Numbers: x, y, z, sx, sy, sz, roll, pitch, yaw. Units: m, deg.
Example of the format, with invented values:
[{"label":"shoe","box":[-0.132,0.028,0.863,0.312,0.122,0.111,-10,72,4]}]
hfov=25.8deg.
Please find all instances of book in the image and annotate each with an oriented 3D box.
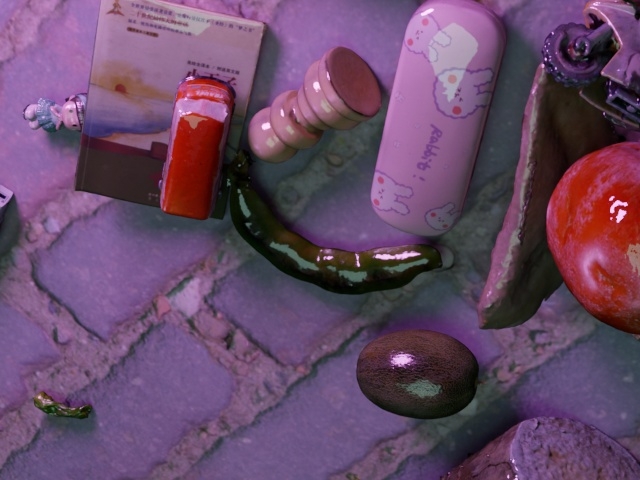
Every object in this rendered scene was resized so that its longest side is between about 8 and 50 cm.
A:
[{"label":"book","box":[-0.188,-0.161,1.708,0.201,0.026,0.289,12,124,-3]}]

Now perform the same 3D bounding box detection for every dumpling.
[{"label":"dumpling","box":[0.263,-0.058,1.600,0.086,0.166,0.332,36,117,48]}]

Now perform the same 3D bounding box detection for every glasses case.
[{"label":"glasses case","box":[0.133,-0.137,1.604,0.113,0.075,0.296,15,124,7]}]

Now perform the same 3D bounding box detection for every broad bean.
[{"label":"broad bean","box":[0.000,0.000,1.741,0.292,0.049,0.144,28,131,-2]}]

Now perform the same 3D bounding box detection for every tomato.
[{"label":"tomato","box":[0.353,0.002,1.495,0.232,0.232,0.188,25,114,4]}]

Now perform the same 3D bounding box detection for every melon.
[{"label":"melon","box":[0.127,0.170,1.763,0.167,0.114,0.114,8,121,18]}]

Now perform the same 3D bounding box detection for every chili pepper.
[{"label":"chili pepper","box":[-0.377,0.244,2.029,0.091,0.030,0.034,14,97,8]}]

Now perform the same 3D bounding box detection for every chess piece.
[{"label":"chess piece","box":[-0.020,-0.148,1.643,0.170,0.094,0.094,-30,106,34]}]

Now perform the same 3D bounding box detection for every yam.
[{"label":"yam","box":[0.245,0.390,1.798,0.241,0.241,0.348,43,125,-9]}]

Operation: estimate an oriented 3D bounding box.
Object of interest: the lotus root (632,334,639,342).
[{"label":"lotus root","box":[0.418,0.068,1.631,0.144,0.070,0.143,-39,84,31]}]

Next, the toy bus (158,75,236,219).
[{"label":"toy bus","box":[-0.149,-0.108,1.676,0.079,0.077,0.174,11,125,-4]}]

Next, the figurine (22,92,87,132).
[{"label":"figurine","box":[-0.322,-0.155,1.767,0.106,0.047,0.060,-1,111,22]}]

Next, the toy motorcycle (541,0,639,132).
[{"label":"toy motorcycle","box":[0.350,-0.181,1.480,0.229,0.129,0.094,30,155,-4]}]

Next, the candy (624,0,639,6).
[{"label":"candy","box":[0.447,-0.319,1.383,0.365,0.124,0.124,-12,115,16]}]

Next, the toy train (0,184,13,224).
[{"label":"toy train","box":[-0.477,0.009,1.916,0.047,0.043,0.207,31,124,-6]}]
